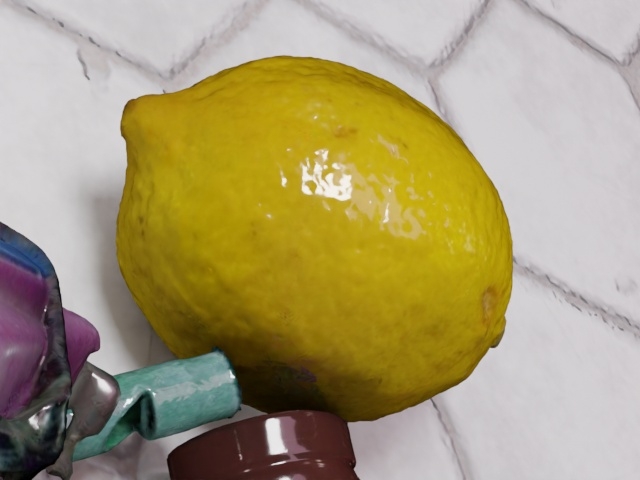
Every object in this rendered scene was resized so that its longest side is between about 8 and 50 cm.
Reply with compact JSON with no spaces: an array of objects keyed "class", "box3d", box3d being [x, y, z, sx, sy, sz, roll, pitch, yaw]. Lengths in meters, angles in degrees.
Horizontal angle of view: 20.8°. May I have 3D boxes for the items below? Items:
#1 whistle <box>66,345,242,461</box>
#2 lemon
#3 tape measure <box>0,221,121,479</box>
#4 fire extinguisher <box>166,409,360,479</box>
[{"class":"whistle","box3d":[-0.127,0.089,0.818,0.186,0.039,0.039,-12,74,-28]},{"class":"lemon","box3d":[0.000,0.000,0.930,0.257,0.188,0.188,30,47,-22]},{"class":"tape measure","box3d":[-0.203,0.032,0.661,0.245,0.231,0.149,28,87,4]},{"class":"fire extinguisher","box3d":[-0.008,0.258,0.831,0.142,0.105,0.341,-10,69,-7]}]
